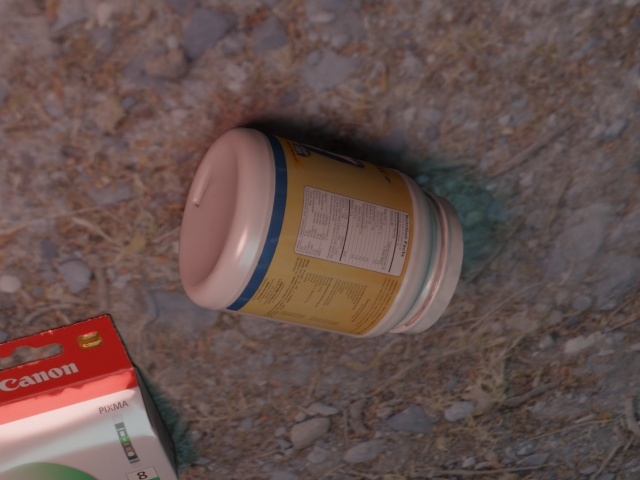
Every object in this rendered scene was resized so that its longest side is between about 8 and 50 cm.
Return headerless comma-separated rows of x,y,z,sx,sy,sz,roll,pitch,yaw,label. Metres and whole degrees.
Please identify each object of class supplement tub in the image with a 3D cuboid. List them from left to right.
0.000,0.000,0.788,0.199,0.144,0.144,13,126,-26,supplement tub

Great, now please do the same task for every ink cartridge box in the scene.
-0.254,0.184,0.945,0.181,0.056,0.225,-16,135,-2,ink cartridge box
